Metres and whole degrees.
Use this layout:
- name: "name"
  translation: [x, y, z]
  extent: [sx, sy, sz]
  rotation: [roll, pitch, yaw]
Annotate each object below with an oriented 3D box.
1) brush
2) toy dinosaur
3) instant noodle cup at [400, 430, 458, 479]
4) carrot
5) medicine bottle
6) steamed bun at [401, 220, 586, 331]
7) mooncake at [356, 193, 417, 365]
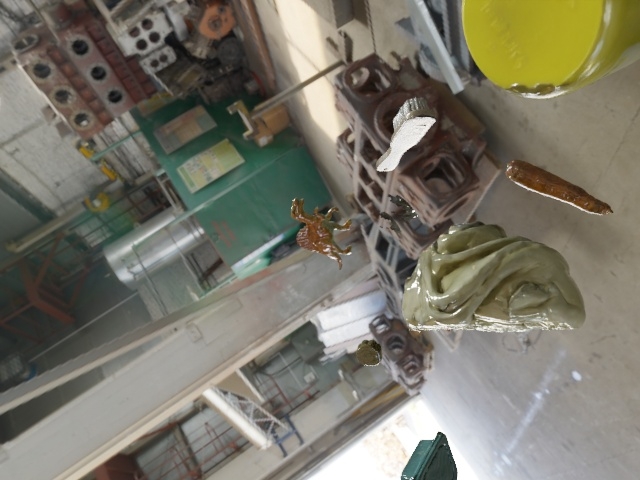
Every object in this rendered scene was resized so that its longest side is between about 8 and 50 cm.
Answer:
- name: "brush"
  translation: [0.186, -0.242, 1.157]
  extent: [0.327, 0.070, 0.065]
  rotation: [117, 148, -75]
- name: "toy dinosaur"
  translation: [0.000, -0.001, 1.136]
  extent: [0.057, 0.142, 0.212]
  rotation: [-105, 16, -56]
- name: "instant noodle cup"
  translation: [0.263, 0.578, 1.208]
  extent: [0.070, 0.179, 0.157]
  rotation: [-7, 112, 40]
- name: "carrot"
  translation: [0.539, -0.118, 1.122]
  extent: [0.248, 0.059, 0.059]
  rotation: [30, 162, 20]
- name: "medicine bottle"
  translation: [0.220, -0.193, 0.369]
  extent: [0.122, 0.212, 0.122]
  rotation: [45, 150, 35]
- name: "steamed bun"
  translation: [0.335, 0.072, 1.045]
  extent: [0.347, 0.394, 0.237]
  rotation: [17, -109, -48]
- name: "mooncake"
  translation: [0.121, 0.090, 0.974]
  extent: [0.150, 0.346, 0.057]
  rotation: [25, -165, -8]
